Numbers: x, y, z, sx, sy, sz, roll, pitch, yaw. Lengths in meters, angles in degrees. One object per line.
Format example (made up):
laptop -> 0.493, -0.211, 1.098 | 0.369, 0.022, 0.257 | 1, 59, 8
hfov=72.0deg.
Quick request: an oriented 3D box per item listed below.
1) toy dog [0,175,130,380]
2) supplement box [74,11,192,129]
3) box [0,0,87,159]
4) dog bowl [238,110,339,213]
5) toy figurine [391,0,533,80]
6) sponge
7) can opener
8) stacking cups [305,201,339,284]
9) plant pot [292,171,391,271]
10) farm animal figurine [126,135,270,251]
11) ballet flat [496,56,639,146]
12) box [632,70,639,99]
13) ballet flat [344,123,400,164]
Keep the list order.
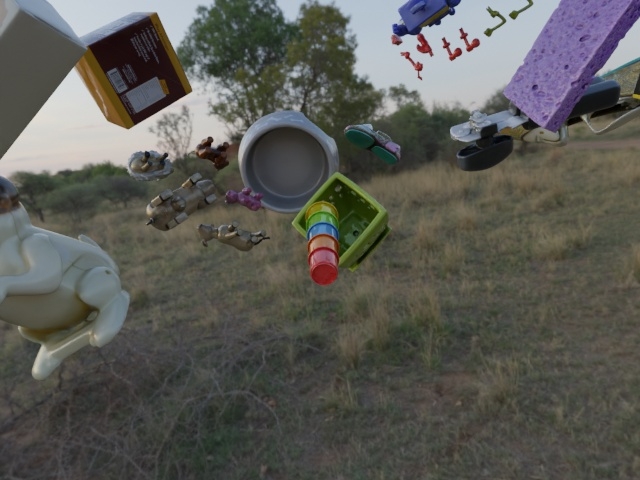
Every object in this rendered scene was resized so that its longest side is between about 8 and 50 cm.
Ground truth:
toy dog -> -0.649, 0.044, 0.975 | 0.284, 0.408, 0.396 | -22, 39, 23
supplement box -> -0.448, -0.403, 1.038 | 0.129, 0.191, 0.194 | 25, 57, 40
box -> -0.555, -0.268, 0.728 | 0.311, 0.148, 0.121 | -46, -18, 10
dog bowl -> -0.107, -0.247, 1.467 | 0.348, 0.349, 0.102 | -8, 25, 3
toy figurine -> 0.309, -0.565, 1.092 | 0.362, 0.191, 0.217 | -22, 3, 39
sponge -> 0.341, -0.266, 0.590 | 0.031, 0.210, 0.117 | 11, 37, -21
can opener -> 0.354, -0.203, 0.746 | 0.280, 0.093, 0.074 | -20, 32, 2
stacking cups -> 0.000, 0.000, 1.113 | 0.095, 0.096, 0.316 | -7, 25, 5
plant pot -> 0.086, -0.044, 1.422 | 0.228, 0.227, 0.207 | 43, 2, 27
farm animal figurine -> -0.334, -0.100, 1.220 | 0.326, 0.331, 0.172 | -19, 0, -38
ballet flat -> 0.526, -0.259, 0.907 | 0.348, 0.123, 0.123 | -17, 4, 39
box -> 0.569, -0.184, 0.456 | 0.321, 0.079, 0.257 | -16, 32, -14
ballet flat -> 0.168, -0.321, 1.399 | 0.221, 0.079, 0.077 | 24, -27, -27
